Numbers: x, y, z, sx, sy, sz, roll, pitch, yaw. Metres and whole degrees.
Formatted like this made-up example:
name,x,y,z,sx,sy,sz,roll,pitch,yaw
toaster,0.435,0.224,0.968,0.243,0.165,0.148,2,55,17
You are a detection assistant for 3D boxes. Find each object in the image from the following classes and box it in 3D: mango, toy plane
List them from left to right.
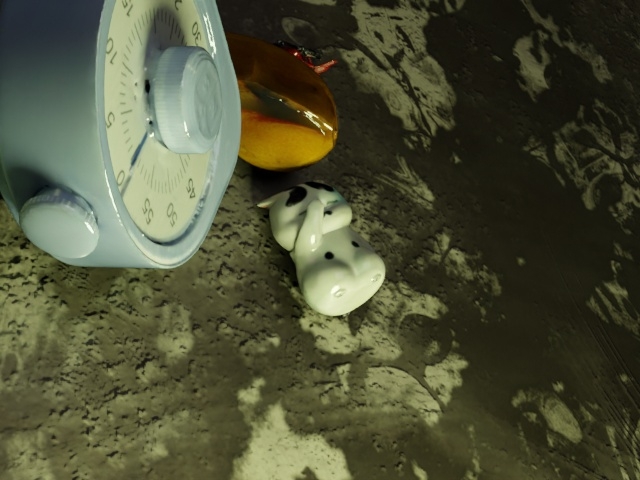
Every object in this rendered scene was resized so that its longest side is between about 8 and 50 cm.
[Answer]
name,x,y,z,sx,sy,sz,roll,pitch,yaw
mango,-0.086,-0.186,1.602,0.236,0.136,0.166,29,33,-17
toy plane,-0.035,-0.254,1.743,0.145,0.060,0.037,11,55,-54

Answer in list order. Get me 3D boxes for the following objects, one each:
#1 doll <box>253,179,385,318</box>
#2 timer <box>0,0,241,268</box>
name,x,y,z,sx,sy,sz,roll,pitch,yaw
doll,0.004,0.005,1.563,0.110,0.107,0.181,-19,76,-26
timer,-0.200,-0.138,1.305,0.395,0.173,0.395,3,90,-75
